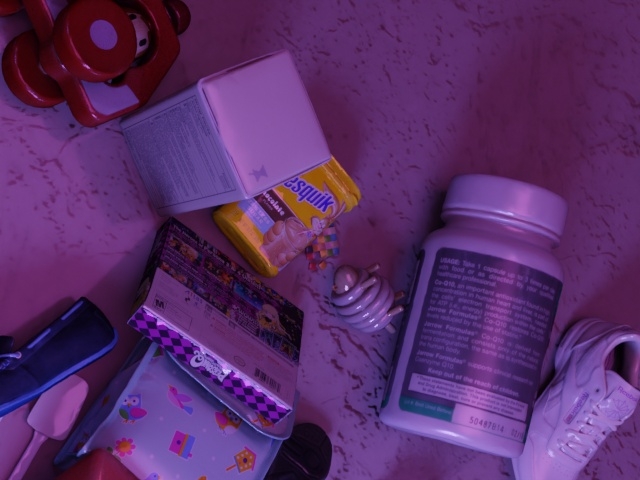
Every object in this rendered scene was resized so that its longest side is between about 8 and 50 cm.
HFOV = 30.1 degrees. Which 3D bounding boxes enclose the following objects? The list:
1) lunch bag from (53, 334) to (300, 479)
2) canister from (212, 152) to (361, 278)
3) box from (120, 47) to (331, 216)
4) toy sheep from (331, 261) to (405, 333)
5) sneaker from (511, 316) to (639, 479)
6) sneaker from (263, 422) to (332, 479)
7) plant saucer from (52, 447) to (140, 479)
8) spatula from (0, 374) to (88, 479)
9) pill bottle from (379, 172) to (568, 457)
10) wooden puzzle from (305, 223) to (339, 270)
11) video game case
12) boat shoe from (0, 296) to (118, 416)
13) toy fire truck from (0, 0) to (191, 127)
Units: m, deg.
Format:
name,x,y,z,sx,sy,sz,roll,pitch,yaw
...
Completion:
name,x,y,z,sx,sy,sz,roll,pitch,yaw
lunch bag,-0.164,0.227,1.502,0.223,0.160,0.262,39,61,-11
canister,-0.046,-0.046,1.605,0.170,0.073,0.126,-43,100,-19
box,-0.124,-0.123,1.445,0.121,0.311,0.148,-26,99,-25
toy sheep,0.065,0.083,1.644,0.091,0.091,0.132,-47,111,-18
sneaker,0.378,0.251,1.738,0.114,0.152,0.305,29,78,-22
sneaker,-0.070,0.339,1.583,0.087,0.130,0.227,43,45,-11
plant saucer,-0.264,0.404,1.422,0.259,0.047,0.258,-37,106,22
spatula,-0.411,0.246,1.465,0.168,0.019,0.242,33,75,-20
pill bottle,0.220,0.103,1.646,0.204,0.204,0.361,18,81,-22
wooden puzzle,0.000,0.000,1.662,0.049,0.006,0.083,-11,92,-24
video game case,-0.125,0.097,1.511,0.232,0.210,0.042,37,117,-18
boat shoe,-0.372,0.155,1.440,0.258,0.109,0.089,-30,88,-38
toy fire truck,-0.279,-0.308,1.482,0.254,0.169,0.302,-32,102,-40
